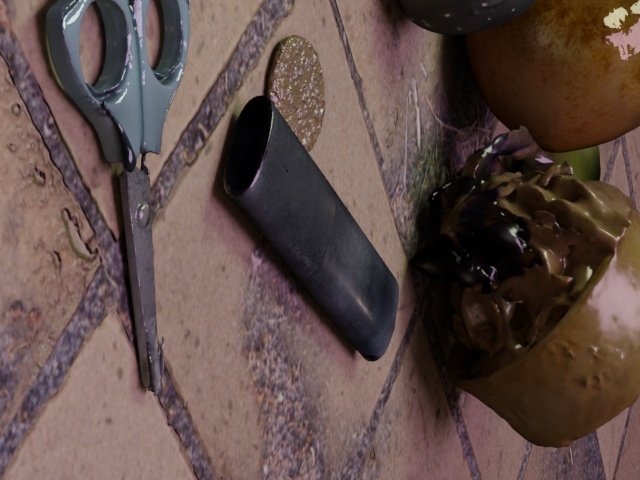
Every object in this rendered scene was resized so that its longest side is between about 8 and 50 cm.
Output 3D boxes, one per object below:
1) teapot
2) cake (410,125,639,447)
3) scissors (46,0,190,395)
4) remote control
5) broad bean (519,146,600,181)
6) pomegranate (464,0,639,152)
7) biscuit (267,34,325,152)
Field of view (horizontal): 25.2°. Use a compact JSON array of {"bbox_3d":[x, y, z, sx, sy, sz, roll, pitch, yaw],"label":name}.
[{"bbox_3d":[0.151,-0.365,1.607,0.183,0.183,0.251,-50,123,-54],"label":"teapot"},{"bbox_3d":[0.248,0.042,1.753,0.321,0.332,0.332,40,43,-11],"label":"cake"},{"bbox_3d":[-0.142,-0.050,1.123,0.191,0.029,0.360,-29,117,-64],"label":"scissors"},{"bbox_3d":[0.000,0.000,1.422,0.377,0.044,0.107,52,41,-55],"label":"remote control"},{"bbox_3d":[0.336,-0.040,2.078,0.238,0.119,0.291,50,49,-68],"label":"broad bean"},{"bbox_3d":[0.324,-0.268,1.831,0.319,0.319,0.319,1,90,-66],"label":"pomegranate"},{"bbox_3d":[-0.022,-0.141,1.400,0.120,0.015,0.120,1,90,-65],"label":"biscuit"}]
